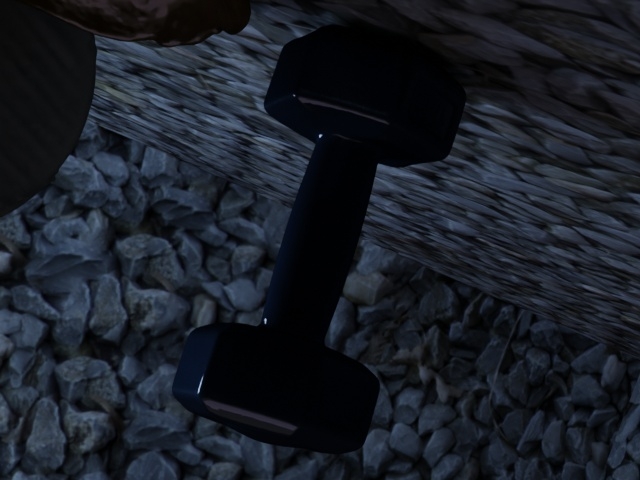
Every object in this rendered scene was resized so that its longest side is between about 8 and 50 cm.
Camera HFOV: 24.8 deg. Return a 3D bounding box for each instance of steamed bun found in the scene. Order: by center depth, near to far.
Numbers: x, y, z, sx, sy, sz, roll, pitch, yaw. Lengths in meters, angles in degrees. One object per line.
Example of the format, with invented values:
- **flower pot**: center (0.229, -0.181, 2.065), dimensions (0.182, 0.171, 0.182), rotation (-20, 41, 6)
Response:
- **steamed bun**: center (-0.352, -0.155, 1.191), dimensions (0.309, 0.309, 0.309), rotation (21, 176, 2)

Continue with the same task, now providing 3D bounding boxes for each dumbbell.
- **dumbbell**: center (0.000, 0.000, 1.134), dimensions (0.144, 0.325, 0.160), rotation (19, 171, -18)

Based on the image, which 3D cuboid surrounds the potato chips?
- **potato chips**: center (-0.150, -0.203, 1.036), dimensions (0.208, 0.062, 0.195), rotation (8, 163, 6)
